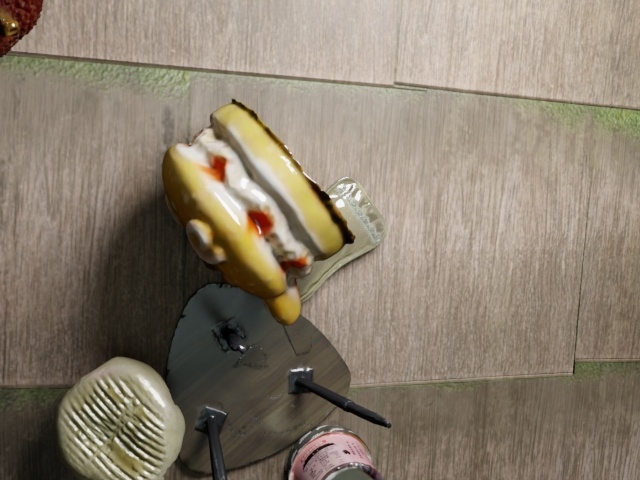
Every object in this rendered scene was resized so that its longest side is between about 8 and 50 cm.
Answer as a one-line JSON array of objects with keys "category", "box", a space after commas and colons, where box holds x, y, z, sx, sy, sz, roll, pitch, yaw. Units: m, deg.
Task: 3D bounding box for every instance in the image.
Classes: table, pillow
[{"category": "table", "box": [-0.090, 0.225, 1.039, 0.317, 0.249, 0.317, -2, 98, -17]}, {"category": "pillow", "box": [0.000, 0.000, 1.151, 0.217, 0.033, 0.130, -36, 104, -10]}]

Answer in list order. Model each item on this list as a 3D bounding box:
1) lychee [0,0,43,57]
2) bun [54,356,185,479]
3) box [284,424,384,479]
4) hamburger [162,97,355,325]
[{"category": "lychee", "box": [-0.452, -0.315, 0.897, 0.194, 0.194, 0.194, -2, 98, -17]}, {"category": "bun", "box": [-0.282, 0.273, 1.040, 0.193, 0.128, 0.178, 44, 87, 6]}, {"category": "box", "box": [0.029, 0.395, 1.161, 0.151, 0.135, 0.151, -2, 96, -16]}, {"category": "hamburger", "box": [-0.096, -0.030, 1.011, 0.186, 0.261, 0.303, -42, 130, -4]}]
